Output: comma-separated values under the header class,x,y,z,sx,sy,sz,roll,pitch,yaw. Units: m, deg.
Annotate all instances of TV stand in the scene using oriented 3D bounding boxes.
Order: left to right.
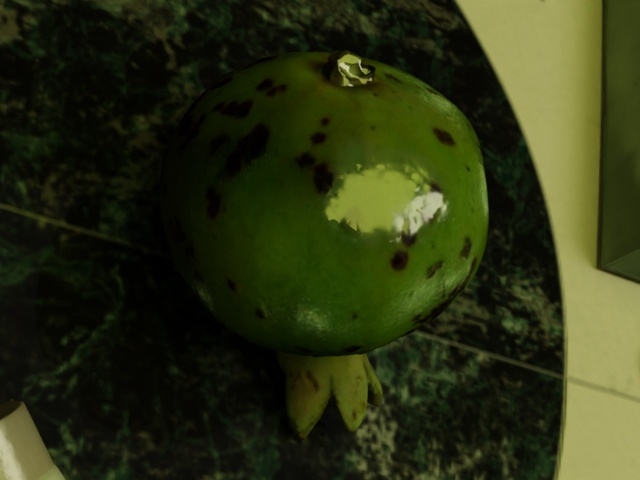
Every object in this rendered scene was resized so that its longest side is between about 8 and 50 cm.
class,x,y,z,sx,sy,sz,roll,pitch,yaw
TV stand,0.273,-0.101,1.406,0.083,0.088,0.269,20,62,-27

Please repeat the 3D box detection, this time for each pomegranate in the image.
class,x,y,z,sx,sy,sz,roll,pitch,yaw
pomegranate,0.000,0.000,1.144,0.211,0.211,0.263,-18,126,-36

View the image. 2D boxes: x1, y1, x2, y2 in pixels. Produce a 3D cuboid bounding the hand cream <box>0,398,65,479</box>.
class,x,y,z,sx,sy,sz,roll,pitch,yaw
hand cream,-0.152,0.215,1.022,0.133,0.083,0.248,-25,96,-36
